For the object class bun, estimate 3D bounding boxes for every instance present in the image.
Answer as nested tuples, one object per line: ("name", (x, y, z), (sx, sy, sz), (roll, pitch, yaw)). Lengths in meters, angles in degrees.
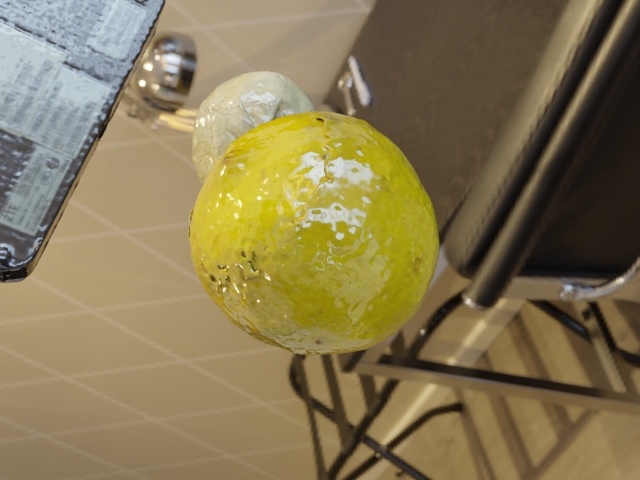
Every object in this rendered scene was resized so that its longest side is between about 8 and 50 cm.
("bun", (-0.091, -0.165, 1.576), (0.152, 0.259, 0.259), (22, 100, 47))

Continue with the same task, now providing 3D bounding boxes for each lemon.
("lemon", (0.000, 0.000, 1.298), (0.349, 0.387, 0.350), (-29, 36, 24))

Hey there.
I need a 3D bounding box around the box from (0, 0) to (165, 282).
("box", (-0.308, -0.149, 0.879), (0.058, 0.211, 0.350), (-41, 27, 63))
